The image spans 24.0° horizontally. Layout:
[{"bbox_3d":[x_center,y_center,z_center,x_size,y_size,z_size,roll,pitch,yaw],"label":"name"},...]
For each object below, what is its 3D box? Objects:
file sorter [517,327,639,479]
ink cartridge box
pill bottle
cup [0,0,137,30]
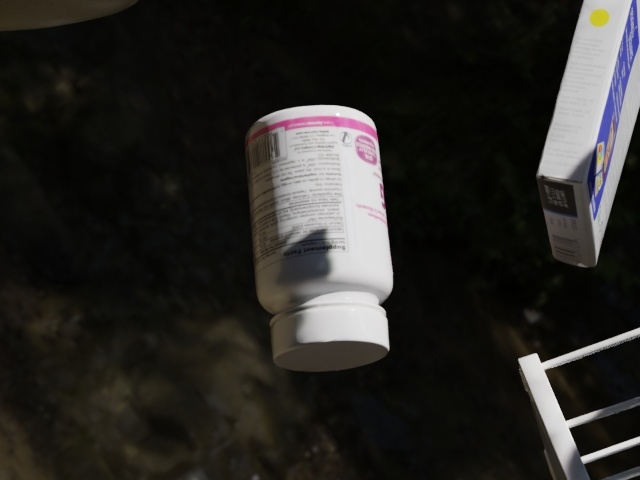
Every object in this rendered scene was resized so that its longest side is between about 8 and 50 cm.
[{"bbox_3d":[0.307,0.231,1.297,0.193,0.173,0.278,67,3,-48],"label":"file sorter"},{"bbox_3d":[0.332,-0.158,1.795,0.072,0.307,0.303,11,-16,17],"label":"ink cartridge box"},{"bbox_3d":[0.000,0.000,1.758,0.160,0.160,0.283,38,44,-64],"label":"pill bottle"},{"bbox_3d":[-0.231,-0.290,1.137,0.237,0.331,0.331,22,30,-45],"label":"cup"}]
